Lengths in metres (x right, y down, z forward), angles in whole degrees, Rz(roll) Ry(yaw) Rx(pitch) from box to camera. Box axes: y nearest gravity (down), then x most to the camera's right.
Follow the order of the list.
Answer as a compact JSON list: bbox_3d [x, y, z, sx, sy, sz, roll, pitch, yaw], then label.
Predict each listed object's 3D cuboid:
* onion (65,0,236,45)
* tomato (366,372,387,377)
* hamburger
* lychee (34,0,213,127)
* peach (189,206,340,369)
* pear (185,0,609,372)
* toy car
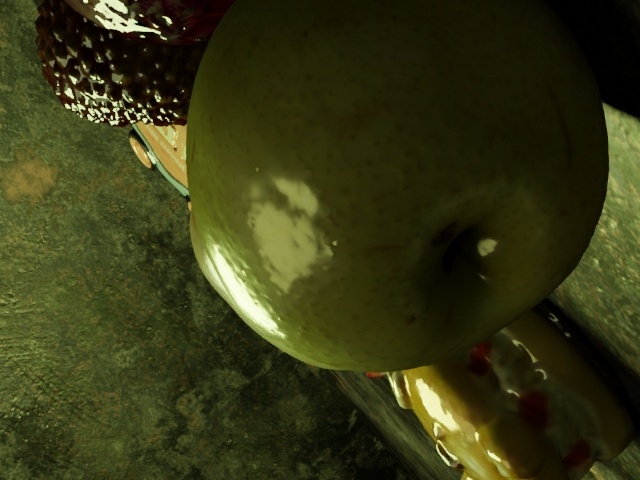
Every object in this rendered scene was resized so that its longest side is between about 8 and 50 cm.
[{"bbox_3d":[-0.139,-0.298,1.309,0.252,0.219,0.252,11,127,15],"label":"onion"},{"bbox_3d":[0.104,0.097,2.096,0.173,0.099,0.189,-32,-59,-84],"label":"tomato"},{"bbox_3d":[0.210,0.188,1.648,0.261,0.186,0.302,54,168,-30],"label":"hamburger"},{"bbox_3d":[-0.214,-0.261,1.747,0.271,0.271,0.271,48,171,10],"label":"lychee"},{"bbox_3d":[-0.001,-0.001,1.546,0.292,0.247,0.292,20,149,13],"label":"peach"},{"bbox_3d":[0.046,-0.069,1.044,0.309,0.309,0.309,48,171,10],"label":"pear"},{"bbox_3d":[-0.130,-0.154,1.948,0.270,0.180,0.212,47,161,18],"label":"toy car"}]
